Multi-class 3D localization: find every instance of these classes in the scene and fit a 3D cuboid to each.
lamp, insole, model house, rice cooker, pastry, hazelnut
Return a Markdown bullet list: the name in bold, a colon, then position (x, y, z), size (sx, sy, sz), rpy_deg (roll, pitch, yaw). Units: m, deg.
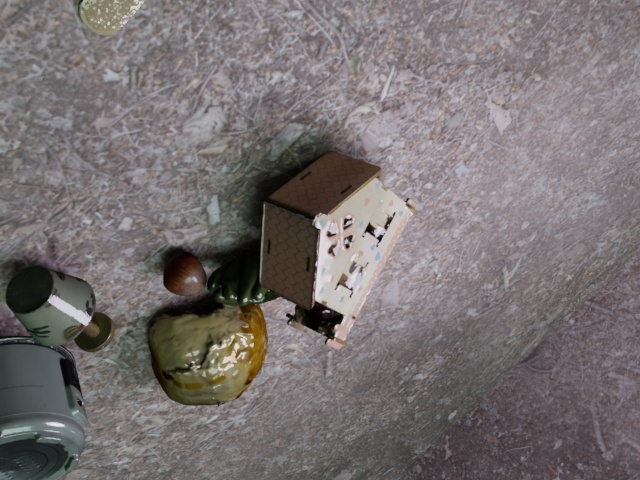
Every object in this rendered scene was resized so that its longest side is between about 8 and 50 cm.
- **lamp**: position (-0.416, 0.121, 1.098), size (0.121, 0.121, 0.214), rpy_deg (-29, 151, -5)
- **insole**: position (-0.201, -0.348, 0.822), size (0.248, 0.011, 0.081), rpy_deg (-42, 142, 12)
- **model house**: position (0.000, 0.000, 1.176), size (0.244, 0.169, 0.326), rpy_deg (32, 86, -53)
- **rice cooker**: position (-0.518, 0.282, 1.108), size (0.241, 0.227, 0.280), rpy_deg (-23, 143, -9)
- **pastry**: position (-0.207, 0.241, 1.333), size (0.237, 0.170, 0.256), rpy_deg (-14, 143, -19)
- **hazelnut**: position (-0.239, 0.062, 1.187), size (0.086, 0.086, 0.086), rpy_deg (-19, 140, -17)

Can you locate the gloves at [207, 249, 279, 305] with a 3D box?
- **gloves**: position (-0.110, 0.074, 1.270), size (0.135, 0.107, 0.268), rpy_deg (-44, 159, 26)
